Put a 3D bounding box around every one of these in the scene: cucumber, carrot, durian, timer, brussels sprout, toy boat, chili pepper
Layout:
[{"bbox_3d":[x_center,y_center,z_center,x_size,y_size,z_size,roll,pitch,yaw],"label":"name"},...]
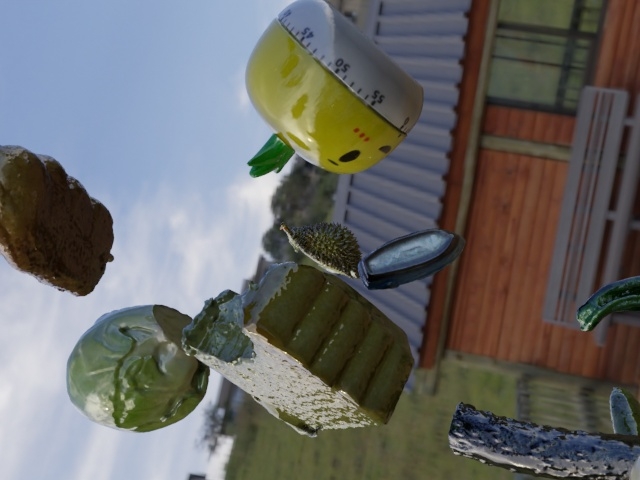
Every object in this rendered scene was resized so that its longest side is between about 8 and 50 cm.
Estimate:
[{"bbox_3d":[0.317,0.275,1.174,0.072,0.303,0.081,28,-108,-57],"label":"cucumber"},{"bbox_3d":[0.468,0.350,1.280,0.358,0.074,0.074,-94,5,-48],"label":"carrot"},{"bbox_3d":[0.000,0.000,1.859,0.102,0.208,0.146,-62,29,2],"label":"durian"},{"bbox_3d":[-0.011,-0.194,1.344,0.285,0.285,0.285,10,-90,-82],"label":"timer"},{"bbox_3d":[-0.288,0.207,1.457,0.244,0.244,0.244,10,-90,-82],"label":"brussels sprout"},{"bbox_3d":[0.113,0.022,1.110,0.061,0.137,0.060,61,-174,-69],"label":"toy boat"},{"bbox_3d":[0.370,0.072,0.976,0.073,0.182,0.050,121,151,-58],"label":"chili pepper"}]

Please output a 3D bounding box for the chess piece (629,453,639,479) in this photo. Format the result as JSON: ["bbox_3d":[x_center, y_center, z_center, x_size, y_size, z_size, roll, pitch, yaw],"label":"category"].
[{"bbox_3d":[0.400,0.362,0.976,0.167,0.167,0.299,88,-174,-55],"label":"chess piece"}]

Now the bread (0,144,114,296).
[{"bbox_3d":[-0.288,-0.010,0.973,0.344,0.084,0.124,71,-150,-77],"label":"bread"}]

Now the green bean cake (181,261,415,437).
[{"bbox_3d":[-0.028,0.127,1.100,0.236,0.233,0.124,-23,33,58],"label":"green bean cake"}]
